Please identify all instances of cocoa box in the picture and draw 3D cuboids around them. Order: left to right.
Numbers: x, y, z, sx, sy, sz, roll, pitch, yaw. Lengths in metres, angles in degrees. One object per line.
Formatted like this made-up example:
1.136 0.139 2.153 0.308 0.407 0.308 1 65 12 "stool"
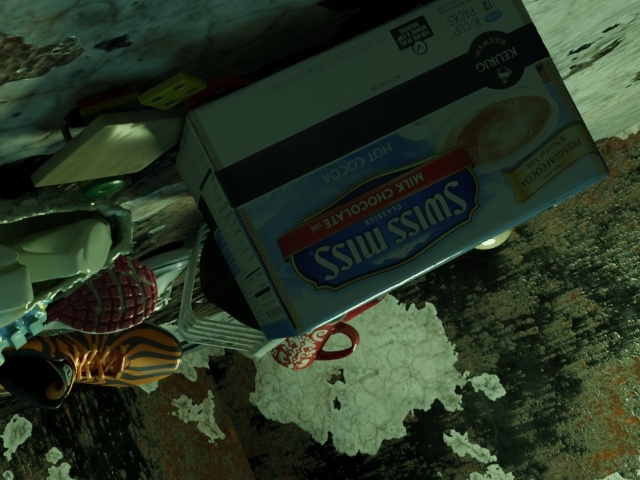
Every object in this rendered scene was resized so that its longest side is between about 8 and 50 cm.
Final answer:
0.060 -0.072 1.003 0.347 0.228 0.231 -26 178 -12 "cocoa box"

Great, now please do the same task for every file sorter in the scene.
-0.156 0.088 1.780 0.173 0.192 0.277 10 165 -10 "file sorter"

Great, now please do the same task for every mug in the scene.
-0.019 0.166 1.782 0.113 0.150 0.169 -13 148 -32 "mug"

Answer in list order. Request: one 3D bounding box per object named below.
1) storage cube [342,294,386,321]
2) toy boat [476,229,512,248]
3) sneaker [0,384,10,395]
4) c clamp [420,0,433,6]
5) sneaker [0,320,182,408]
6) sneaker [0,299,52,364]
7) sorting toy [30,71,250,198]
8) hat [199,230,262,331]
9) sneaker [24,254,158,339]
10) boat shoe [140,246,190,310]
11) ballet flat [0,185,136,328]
0.064 0.015 1.859 0.215 0.184 0.193 -49 -177 -23 "storage cube"
0.257 -0.087 2.022 0.318 0.267 0.148 -136 -110 -86 "toy boat"
-0.479 0.208 1.662 0.185 0.069 0.084 -24 163 -8 "sneaker"
0.166 -0.264 1.039 0.161 0.022 0.137 -19 172 -35 "c clamp"
-0.368 0.200 1.538 0.321 0.124 0.180 3 -165 -17 "sneaker"
-0.451 0.158 1.321 0.208 0.127 0.319 -25 139 -34 "sneaker"
-0.191 -0.109 0.944 0.274 0.046 0.132 -29 171 41 "sorting toy"
-0.054 -0.039 1.344 0.331 0.331 0.134 -25 132 13 "hat"
-0.391 0.082 1.468 0.299 0.120 0.112 -6 -177 -22 "sneaker"
-0.310 0.086 1.823 0.095 0.084 0.258 -17 170 -40 "boat shoe"
-0.310 0.021 0.961 0.147 0.147 0.409 -27 -174 24 "ballet flat"
